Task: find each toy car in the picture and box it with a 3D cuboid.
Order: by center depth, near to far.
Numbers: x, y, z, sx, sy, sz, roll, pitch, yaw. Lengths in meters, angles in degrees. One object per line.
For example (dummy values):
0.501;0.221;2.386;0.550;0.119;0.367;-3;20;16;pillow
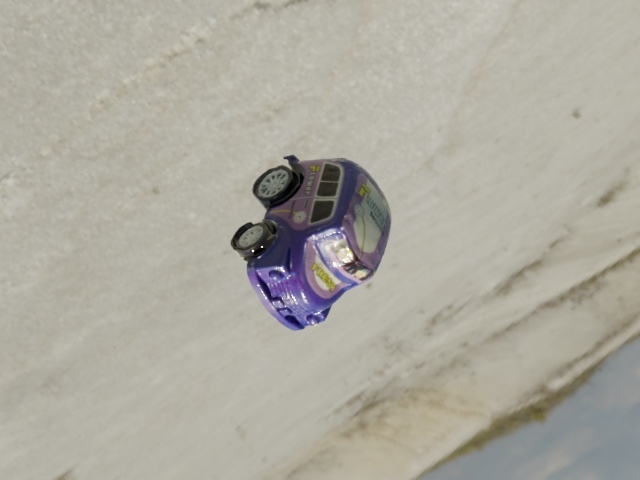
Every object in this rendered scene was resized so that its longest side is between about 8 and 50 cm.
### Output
0.000;0.000;1.257;0.158;0.172;0.235;-7;-133;34;toy car
